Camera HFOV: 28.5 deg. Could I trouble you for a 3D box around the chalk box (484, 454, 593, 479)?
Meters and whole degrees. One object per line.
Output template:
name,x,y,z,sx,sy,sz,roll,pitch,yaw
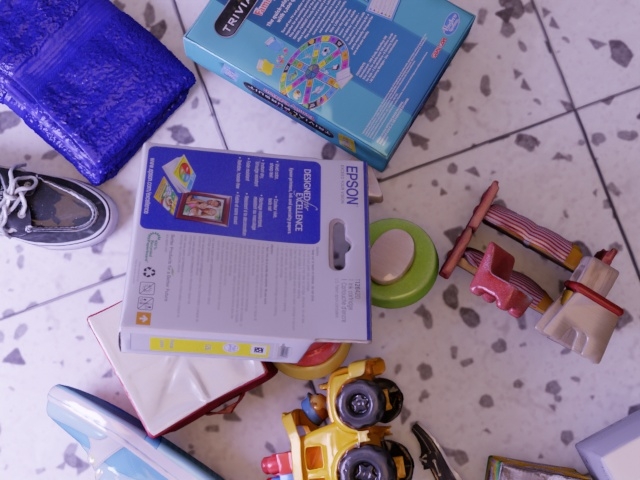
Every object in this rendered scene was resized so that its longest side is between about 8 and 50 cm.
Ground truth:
chalk box,0.285,0.416,1.736,0.132,0.132,0.213,10,86,2

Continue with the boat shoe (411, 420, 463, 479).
boat shoe,0.163,0.316,1.791,0.038,0.046,0.125,-34,93,-6

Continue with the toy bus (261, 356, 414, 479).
toy bus,0.012,0.284,1.761,0.211,0.149,0.220,-9,82,17

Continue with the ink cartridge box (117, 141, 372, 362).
ink cartridge box,-0.092,0.015,1.630,0.307,0.072,0.303,6,51,-6

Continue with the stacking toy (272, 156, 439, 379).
stacking toy,0.000,0.000,1.735,0.280,0.130,0.309,-29,66,-5

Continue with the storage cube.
storage cube,-0.183,0.147,1.741,0.184,0.193,0.215,-29,84,-1

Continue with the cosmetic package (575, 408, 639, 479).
cosmetic package,0.466,0.350,1.688,0.138,0.224,0.224,-28,84,-1

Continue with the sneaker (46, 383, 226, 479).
sneaker,-0.289,0.356,1.761,0.319,0.127,0.208,34,85,5

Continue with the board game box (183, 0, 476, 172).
board game box,0.013,-0.293,1.814,0.336,0.079,0.253,31,77,4

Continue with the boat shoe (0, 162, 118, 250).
boat shoe,-0.448,-0.061,1.811,0.306,0.105,0.113,16,86,3

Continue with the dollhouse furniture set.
dollhouse furniture set,0.283,0.031,1.650,0.201,0.374,0.152,30,91,2

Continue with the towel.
towel,-0.363,-0.256,1.840,0.308,0.076,0.227,42,88,5
